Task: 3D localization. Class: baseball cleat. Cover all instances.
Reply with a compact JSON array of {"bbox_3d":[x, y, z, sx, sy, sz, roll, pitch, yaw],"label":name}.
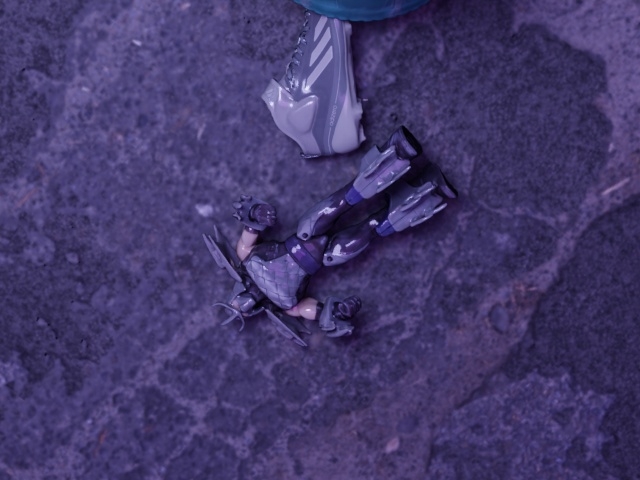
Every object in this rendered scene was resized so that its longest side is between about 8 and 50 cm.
[{"bbox_3d":[-0.013,-0.186,1.326,0.109,0.072,0.206,-9,99,1],"label":"baseball cleat"}]

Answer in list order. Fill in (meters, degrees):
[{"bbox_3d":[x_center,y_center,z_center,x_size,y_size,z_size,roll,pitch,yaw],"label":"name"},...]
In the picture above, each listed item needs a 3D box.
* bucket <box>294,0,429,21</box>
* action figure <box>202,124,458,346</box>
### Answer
[{"bbox_3d":[0.041,-0.347,1.207,0.281,0.183,0.281,0,80,-2],"label":"bucket"},{"bbox_3d":[0.000,0.000,1.346,0.285,0.099,0.185,-38,113,11],"label":"action figure"}]
